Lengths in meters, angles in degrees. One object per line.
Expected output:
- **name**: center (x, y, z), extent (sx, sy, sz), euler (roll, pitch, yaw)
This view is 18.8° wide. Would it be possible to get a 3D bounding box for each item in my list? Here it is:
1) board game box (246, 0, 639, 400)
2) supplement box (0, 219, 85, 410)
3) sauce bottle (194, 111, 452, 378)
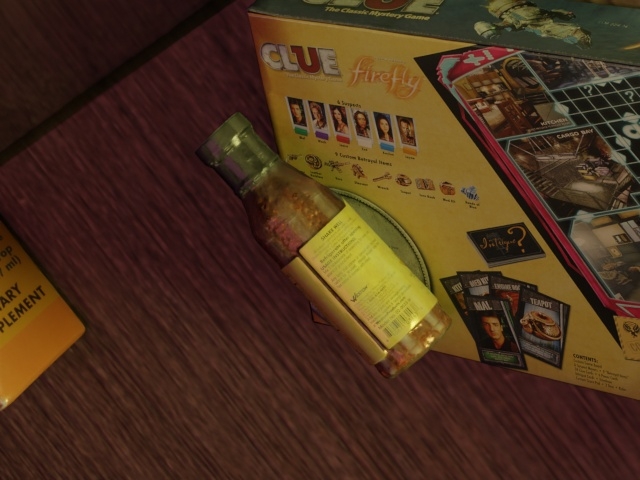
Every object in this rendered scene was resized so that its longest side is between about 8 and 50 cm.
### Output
- **board game box**: center (0.093, -0.018, 0.789), extent (0.243, 0.042, 0.165), euler (13, 130, 32)
- **supplement box**: center (-0.235, -0.011, 1.035), extent (0.233, 0.078, 0.080), euler (51, 139, -8)
- **sauce bottle**: center (0.000, 0.000, 0.816), extent (0.128, 0.042, 0.042), euler (49, 139, -3)
